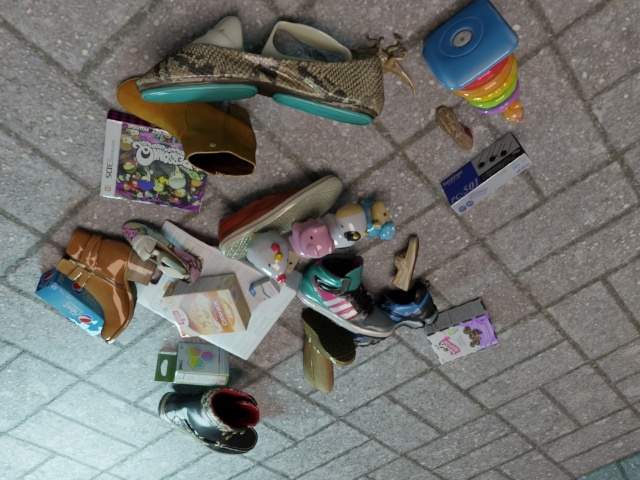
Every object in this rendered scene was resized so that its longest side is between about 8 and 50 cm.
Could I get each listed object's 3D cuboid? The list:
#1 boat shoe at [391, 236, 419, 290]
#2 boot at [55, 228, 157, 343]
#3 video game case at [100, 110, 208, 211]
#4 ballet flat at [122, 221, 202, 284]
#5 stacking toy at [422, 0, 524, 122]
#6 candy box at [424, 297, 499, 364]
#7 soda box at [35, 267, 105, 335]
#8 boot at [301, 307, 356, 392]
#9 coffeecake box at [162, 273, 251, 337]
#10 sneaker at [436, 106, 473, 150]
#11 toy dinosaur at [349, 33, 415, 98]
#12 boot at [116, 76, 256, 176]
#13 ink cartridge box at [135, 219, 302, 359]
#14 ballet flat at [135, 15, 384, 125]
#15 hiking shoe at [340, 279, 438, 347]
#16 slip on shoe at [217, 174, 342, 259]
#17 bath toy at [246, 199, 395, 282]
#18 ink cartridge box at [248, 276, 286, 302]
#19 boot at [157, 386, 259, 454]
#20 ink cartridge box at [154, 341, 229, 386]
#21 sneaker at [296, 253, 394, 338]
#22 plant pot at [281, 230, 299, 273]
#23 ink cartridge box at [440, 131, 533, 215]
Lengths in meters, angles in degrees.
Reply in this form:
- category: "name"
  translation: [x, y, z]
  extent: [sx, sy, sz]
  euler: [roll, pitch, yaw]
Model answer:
- category: "boat shoe"
  translation: [0.228, 0.062, 1.616]
  extent: [0.059, 0.063, 0.170]
  euler: [16, 121, 13]
- category: "boot"
  translation: [-0.565, 0.117, 1.501]
  extent: [0.220, 0.109, 0.283]
  euler: [24, 114, -20]
- category: "video game case"
  translation: [-0.368, -0.172, 1.338]
  extent: [0.232, 0.042, 0.210]
  euler: [10, 130, -16]
- category: "ballet flat"
  translation: [-0.393, 0.035, 1.457]
  extent: [0.221, 0.079, 0.077]
  euler: [35, 120, -16]
- category: "stacking toy"
  translation: [0.358, -0.335, 1.252]
  extent: [0.165, 0.175, 0.302]
  euler: [-34, 141, 21]
- category: "candy box"
  translation: [0.432, 0.282, 1.829]
  extent: [0.196, 0.070, 0.165]
  euler: [-23, 130, 11]
- category: "soda box"
  translation: [-0.644, 0.162, 1.571]
  extent: [0.071, 0.067, 0.210]
  euler: [-26, 129, 14]
- category: "boot"
  translation: [0.023, 0.355, 1.746]
  extent: [0.089, 0.236, 0.269]
  euler: [-19, 132, -22]
- category: "coffeecake box"
  translation: [-0.292, 0.171, 1.541]
  extent: [0.185, 0.068, 0.142]
  euler: [-8, 123, 15]
- category: "sneaker"
  translation: [0.310, -0.260, 1.367]
  extent: [0.042, 0.067, 0.118]
  euler: [-37, 96, 25]
- category: "toy dinosaur"
  translation: [0.142, -0.377, 1.239]
  extent: [0.183, 0.053, 0.092]
  euler: [23, 139, -16]
- category: "boot"
  translation: [-0.269, -0.226, 1.192]
  extent: [0.295, 0.211, 0.104]
  euler: [11, 128, -17]
- category: "ink cartridge box"
  translation: [-0.289, 0.126, 1.606]
  extent: [0.385, 0.091, 0.308]
  euler: [30, 123, -10]
- category: "ballet flat"
  translation: [-0.105, -0.339, 1.159]
  extent: [0.482, 0.164, 0.182]
  euler: [3, 92, -12]
- category: "hiking shoe"
  translation: [0.183, 0.207, 1.722]
  extent: [0.304, 0.113, 0.132]
  euler: [-20, 114, 3]
- category: "slip on shoe"
  translation: [-0.102, -0.075, 1.423]
  extent: [0.331, 0.101, 0.123]
  euler: [-28, 151, 1]
- category: "bath toy"
  translation: [0.000, 0.000, 1.400]
  extent: [0.348, 0.129, 0.151]
  euler: [-19, 149, -22]
- category: "ink cartridge box"
  translation: [-0.135, 0.120, 1.508]
  extent: [0.083, 0.028, 0.048]
  euler: [-26, 116, 22]
- category: "boot"
  translation: [-0.293, 0.574, 1.881]
  extent: [0.377, 0.138, 0.284]
  euler: [40, 140, -27]
- category: "ink cartridge box"
  translation: [-0.378, 0.365, 1.758]
  extent: [0.209, 0.109, 0.062]
  euler: [7, 129, -14]
- category: "sneaker"
  translation: [0.092, 0.133, 1.590]
  extent: [0.295, 0.124, 0.178]
  euler: [27, 126, -1]
- category: "plant pot"
  translation: [-0.099, 0.022, 1.509]
  extent: [0.109, 0.096, 0.109]
  euler: [15, 127, -21]
- category: "ink cartridge box"
  translation: [0.394, -0.160, 1.422]
  extent: [0.207, 0.097, 0.046]
  euler: [-38, 126, 23]
